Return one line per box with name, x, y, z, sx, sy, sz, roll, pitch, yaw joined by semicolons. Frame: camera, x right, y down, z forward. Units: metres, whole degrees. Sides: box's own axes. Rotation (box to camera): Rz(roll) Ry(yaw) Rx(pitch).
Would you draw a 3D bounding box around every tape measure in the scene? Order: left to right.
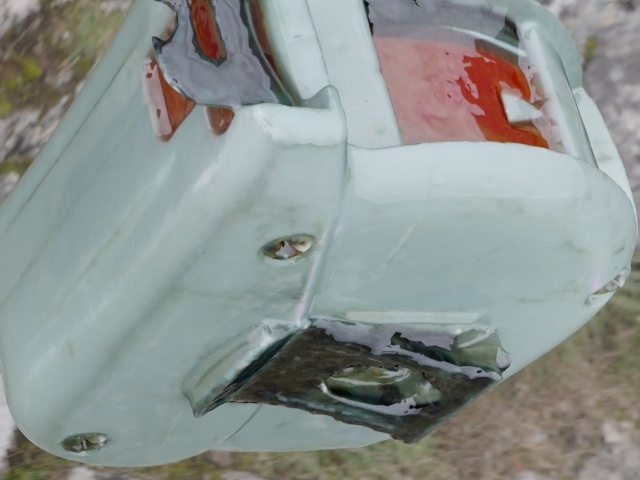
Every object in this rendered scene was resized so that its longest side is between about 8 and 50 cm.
tape measure;-0.001;0.000;0.705;0.246;0.243;0.125;5;58;-30
